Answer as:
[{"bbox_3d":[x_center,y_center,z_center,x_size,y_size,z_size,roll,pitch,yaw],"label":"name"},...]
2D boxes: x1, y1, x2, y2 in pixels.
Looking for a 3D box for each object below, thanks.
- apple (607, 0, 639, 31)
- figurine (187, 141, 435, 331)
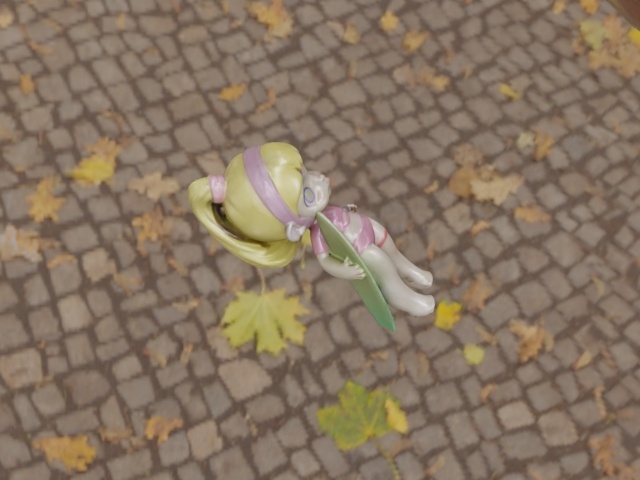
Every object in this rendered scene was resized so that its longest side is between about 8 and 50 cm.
[{"bbox_3d":[0.263,-0.241,0.601,0.269,0.345,0.345,26,53,32],"label":"apple"},{"bbox_3d":[0.000,0.000,0.757,0.187,0.083,0.083,32,49,-30],"label":"figurine"}]
